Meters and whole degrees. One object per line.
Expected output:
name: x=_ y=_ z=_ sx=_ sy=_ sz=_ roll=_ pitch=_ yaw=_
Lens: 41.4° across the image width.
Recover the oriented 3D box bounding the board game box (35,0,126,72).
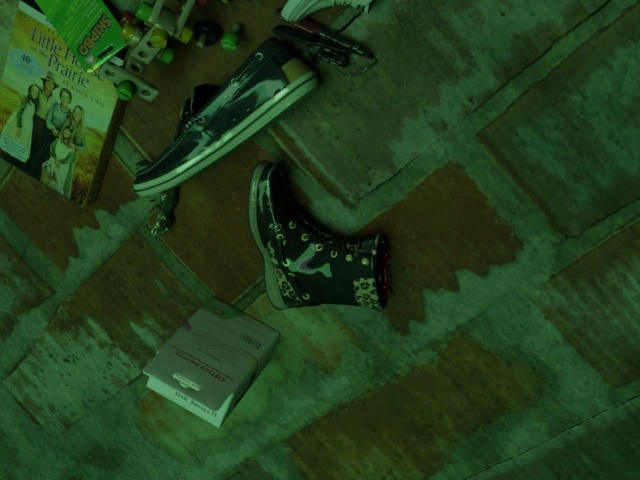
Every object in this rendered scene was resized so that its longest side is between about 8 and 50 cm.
board game box: x=-0.538 y=-0.505 z=1.879 sx=0.124 sy=0.039 sz=0.259 roll=-36 pitch=85 yaw=5

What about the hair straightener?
hair straightener: x=0.006 y=-0.401 z=1.756 sx=0.230 sy=0.047 sz=0.089 roll=22 pitch=133 yaw=5

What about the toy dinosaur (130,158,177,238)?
toy dinosaur: x=-0.387 y=-0.139 z=2.025 sx=0.118 sy=0.064 sz=0.268 roll=19 pitch=117 yaw=-3

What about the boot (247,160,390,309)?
boot: x=0.000 y=0.000 z=1.883 sx=0.284 sy=0.138 sz=0.377 roll=4 pitch=119 yaw=22

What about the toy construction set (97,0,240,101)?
toy construction set: x=-0.368 y=-0.429 z=1.710 sx=0.258 sy=0.237 sz=0.309 roll=-3 pitch=145 yaw=33

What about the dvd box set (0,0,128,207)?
dvd box set: x=-0.626 y=-0.324 z=2.034 sx=0.308 sy=0.062 sz=0.420 roll=31 pitch=122 yaw=5

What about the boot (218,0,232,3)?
boot: x=-0.175 y=-0.593 z=1.719 sx=0.137 sy=0.077 sz=0.197 roll=-10 pitch=111 yaw=21

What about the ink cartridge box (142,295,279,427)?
ink cartridge box: x=-0.265 y=0.299 z=2.006 sx=0.207 sy=0.353 sz=0.119 roll=28 pitch=121 yaw=8

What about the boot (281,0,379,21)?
boot: x=0.047 y=-0.486 z=1.656 sx=0.258 sy=0.095 sz=0.123 roll=-37 pitch=95 yaw=27

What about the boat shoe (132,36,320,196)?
boat shoe: x=-0.230 y=-0.259 z=1.836 sx=0.500 sy=0.187 sz=0.156 roll=-33 pitch=96 yaw=25
